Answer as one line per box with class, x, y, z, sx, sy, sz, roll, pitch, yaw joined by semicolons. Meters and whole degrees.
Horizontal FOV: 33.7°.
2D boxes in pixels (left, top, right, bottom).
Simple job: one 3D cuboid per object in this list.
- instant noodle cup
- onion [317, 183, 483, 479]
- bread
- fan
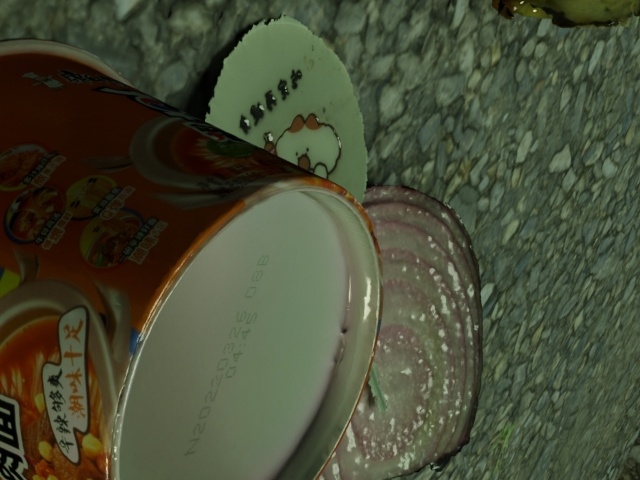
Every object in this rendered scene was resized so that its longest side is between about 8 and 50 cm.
instant noodle cup;-0.099;0.038;0.544;0.250;0.192;0.250;-32;132;-44
onion;0.027;0.077;0.890;0.250;0.111;0.247;-4;94;-44
bread;0.223;-0.251;0.893;0.160;0.140;0.169;-49;144;-45
fan;-0.001;0.000;0.768;0.191;0.009;0.329;-50;130;-42
